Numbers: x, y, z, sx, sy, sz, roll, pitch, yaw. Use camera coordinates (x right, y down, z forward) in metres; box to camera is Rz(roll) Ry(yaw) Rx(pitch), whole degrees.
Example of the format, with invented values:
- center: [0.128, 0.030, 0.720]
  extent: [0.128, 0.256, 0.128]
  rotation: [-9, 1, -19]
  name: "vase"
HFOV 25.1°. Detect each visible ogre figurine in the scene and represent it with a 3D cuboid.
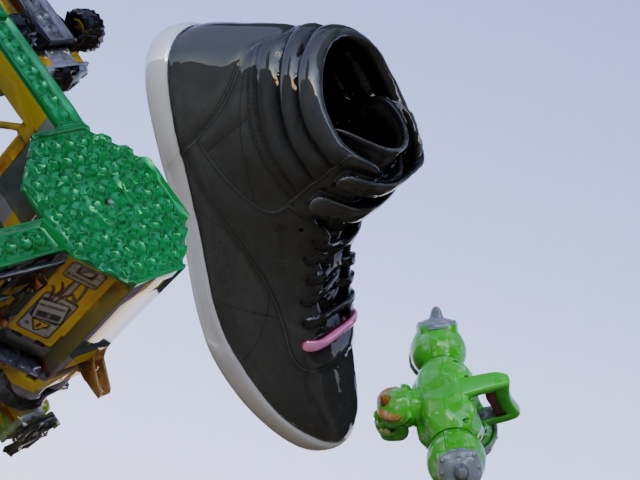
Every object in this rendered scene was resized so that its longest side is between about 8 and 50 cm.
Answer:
- center: [0.090, 0.132, 1.004]
  extent: [0.097, 0.197, 0.118]
  rotation: [8, -39, 14]
  name: "ogre figurine"

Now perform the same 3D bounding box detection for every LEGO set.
- center: [-0.223, 0.007, 0.430]
  extent: [0.255, 0.331, 0.192]
  rotation: [49, -56, 5]
  name: "LEGO set"

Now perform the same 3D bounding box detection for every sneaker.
- center: [0.000, 0.000, 0.884]
  extent: [0.147, 0.104, 0.296]
  rotation: [-5, -71, 38]
  name: "sneaker"
